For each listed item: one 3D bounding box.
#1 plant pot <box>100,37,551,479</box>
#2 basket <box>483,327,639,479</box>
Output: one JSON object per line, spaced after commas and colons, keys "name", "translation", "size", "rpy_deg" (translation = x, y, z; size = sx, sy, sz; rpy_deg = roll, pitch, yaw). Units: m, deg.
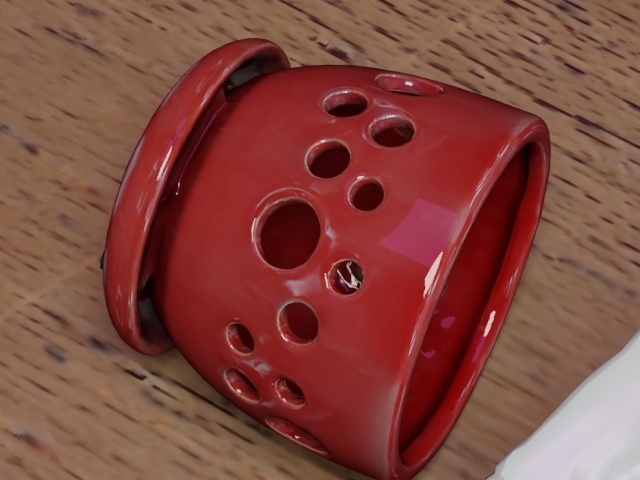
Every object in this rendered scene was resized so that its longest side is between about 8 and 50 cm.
{"name": "plant pot", "translation": [0.000, 0.000, 0.933], "size": [0.174, 0.191, 0.191], "rpy_deg": [23, 64, 14]}
{"name": "basket", "translation": [0.241, 0.132, 0.790], "size": [0.328, 0.331, 0.266], "rpy_deg": [-41, 72, -19]}
